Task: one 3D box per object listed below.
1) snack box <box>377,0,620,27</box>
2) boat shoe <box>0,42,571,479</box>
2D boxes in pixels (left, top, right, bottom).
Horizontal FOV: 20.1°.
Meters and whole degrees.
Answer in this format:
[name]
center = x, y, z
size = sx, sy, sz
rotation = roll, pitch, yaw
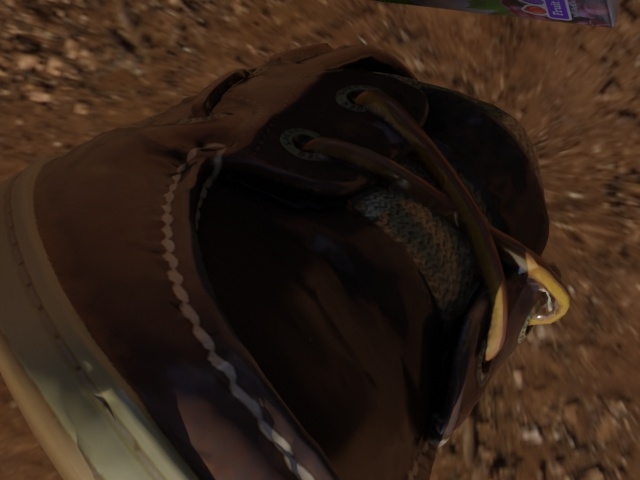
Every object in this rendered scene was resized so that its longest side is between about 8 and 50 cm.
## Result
[snack box]
center = 0.033, -0.111, 0.515
size = 0.100, 0.141, 0.037
rotation = 10, 73, 17
[boat shoe]
center = 0.000, 0.000, 0.484
size = 0.123, 0.342, 0.123
rotation = -34, 97, 7
